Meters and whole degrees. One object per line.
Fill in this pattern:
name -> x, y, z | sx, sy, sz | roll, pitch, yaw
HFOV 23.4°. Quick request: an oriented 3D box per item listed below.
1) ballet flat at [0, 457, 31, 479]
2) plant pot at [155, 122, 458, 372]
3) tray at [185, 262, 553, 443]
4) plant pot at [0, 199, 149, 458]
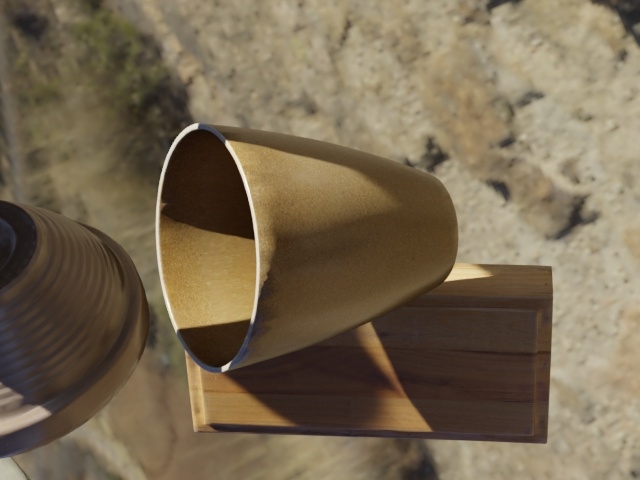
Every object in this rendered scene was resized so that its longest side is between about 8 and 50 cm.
ballet flat -> -0.337, 0.171, 1.368 | 0.248, 0.086, 0.086 | 50, 155, 7
plant pot -> 0.000, 0.000, 1.520 | 0.237, 0.254, 0.237 | 14, 106, 62
tray -> 0.054, 0.127, 1.759 | 0.076, 0.411, 0.203 | -77, -14, -58
plant pot -> -0.259, 0.046, 1.201 | 0.237, 0.237, 0.110 | 44, 156, 39
